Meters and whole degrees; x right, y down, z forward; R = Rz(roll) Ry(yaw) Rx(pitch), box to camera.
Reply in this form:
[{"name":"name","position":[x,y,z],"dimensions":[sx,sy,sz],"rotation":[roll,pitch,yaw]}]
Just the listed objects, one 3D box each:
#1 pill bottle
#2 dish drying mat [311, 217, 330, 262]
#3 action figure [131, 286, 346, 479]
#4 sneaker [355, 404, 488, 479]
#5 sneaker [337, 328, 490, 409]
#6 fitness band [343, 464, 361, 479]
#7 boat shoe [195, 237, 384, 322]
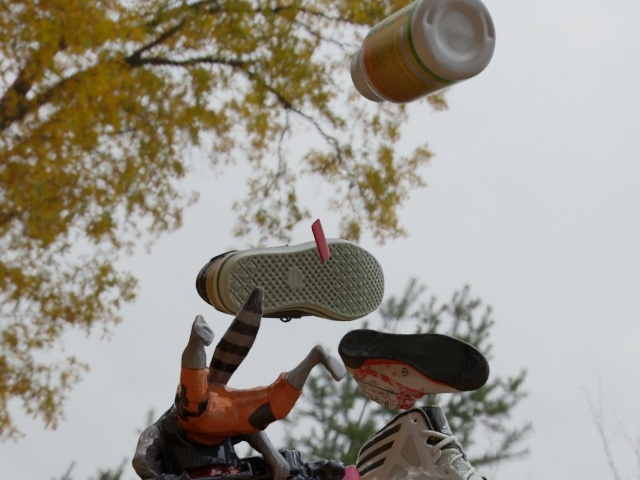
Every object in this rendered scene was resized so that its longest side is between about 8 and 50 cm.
[{"name":"pill bottle","position":[0.143,-0.284,1.418],"dimensions":[0.136,0.136,0.245],"rotation":[36,-18,-18]},{"name":"dish drying mat","position":[0.000,0.000,1.840],"dimensions":[0.008,0.032,0.083],"rotation":[1,-59,35]},{"name":"action figure","position":[-0.105,0.235,1.225],"dimensions":[0.341,0.178,0.330],"rotation":[9,-49,-37]},{"name":"sneaker","position":[0.238,0.403,1.597],"dimensions":[0.447,0.257,0.169],"rotation":[-9,-25,31]},{"name":"sneaker","position":[0.169,0.228,1.571],"dimensions":[0.270,0.090,0.145],"rotation":[6,-37,30]},{"name":"fitness band","position":[-0.023,0.431,1.403],"dimensions":[0.209,0.291,0.054],"rotation":[-23,-76,1]},{"name":"boat shoe","position":[-0.055,0.089,2.046],"dimensions":[0.500,0.187,0.156],"rotation":[1,-2,-42]}]
